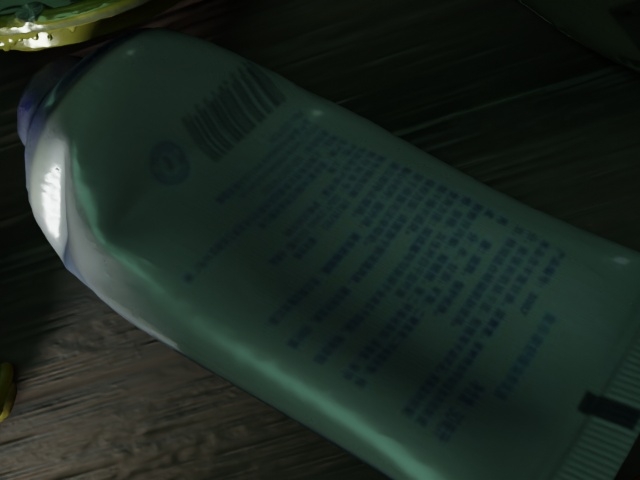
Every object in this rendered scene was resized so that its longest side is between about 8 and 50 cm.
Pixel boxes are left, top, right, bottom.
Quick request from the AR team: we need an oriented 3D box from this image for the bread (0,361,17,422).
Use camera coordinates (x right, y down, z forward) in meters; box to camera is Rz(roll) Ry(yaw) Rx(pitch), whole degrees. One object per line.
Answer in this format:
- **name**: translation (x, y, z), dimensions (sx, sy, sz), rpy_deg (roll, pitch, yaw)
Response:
- **bread**: translation (-0.246, 0.099, 0.837), dimensions (0.088, 0.034, 0.049), rpy_deg (9, 77, 14)

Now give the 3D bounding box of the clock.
- **clock**: translation (-0.153, -0.181, 0.812), dimensions (0.237, 0.057, 0.237), rpy_deg (-9, 40, 7)

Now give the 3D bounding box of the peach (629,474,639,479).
- **peach**: translation (0.196, 0.215, 0.634), dimensions (0.232, 0.232, 0.233), rpy_deg (-2, 80, 12)

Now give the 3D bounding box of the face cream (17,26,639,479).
- **face cream**: translation (0.000, 0.000, 0.734), dimensions (0.420, 0.137, 0.235), rpy_deg (28, 49, 18)

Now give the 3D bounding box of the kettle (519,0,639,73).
- **kettle**: translation (0.281, -0.272, 0.700), dimensions (0.361, 0.250, 0.377), rpy_deg (39, 88, -5)
